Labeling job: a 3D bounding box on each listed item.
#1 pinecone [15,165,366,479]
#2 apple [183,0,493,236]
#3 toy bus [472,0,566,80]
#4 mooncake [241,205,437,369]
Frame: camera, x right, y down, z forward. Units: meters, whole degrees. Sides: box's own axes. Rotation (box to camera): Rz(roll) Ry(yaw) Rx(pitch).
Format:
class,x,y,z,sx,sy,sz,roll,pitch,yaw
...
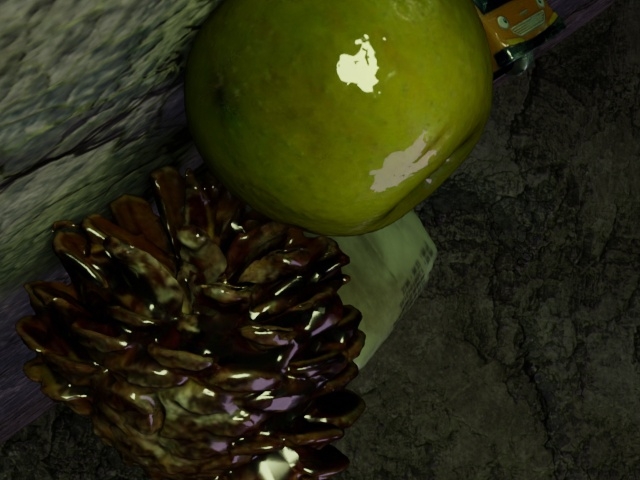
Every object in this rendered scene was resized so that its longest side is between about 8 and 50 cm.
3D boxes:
class,x,y,z,sx,sy,sz,roll,pitch,yaw
pinecone,-0.099,0.074,0.735,0.242,0.298,0.296,-68,171,-50
apple,0.015,-0.090,0.523,0.196,0.157,0.196,-42,172,-7
toy bus,0.118,-0.178,0.820,0.098,0.114,0.201,-34,-178,-35
mooncake,-0.003,0.001,0.956,0.254,0.250,0.136,-38,-174,-42
